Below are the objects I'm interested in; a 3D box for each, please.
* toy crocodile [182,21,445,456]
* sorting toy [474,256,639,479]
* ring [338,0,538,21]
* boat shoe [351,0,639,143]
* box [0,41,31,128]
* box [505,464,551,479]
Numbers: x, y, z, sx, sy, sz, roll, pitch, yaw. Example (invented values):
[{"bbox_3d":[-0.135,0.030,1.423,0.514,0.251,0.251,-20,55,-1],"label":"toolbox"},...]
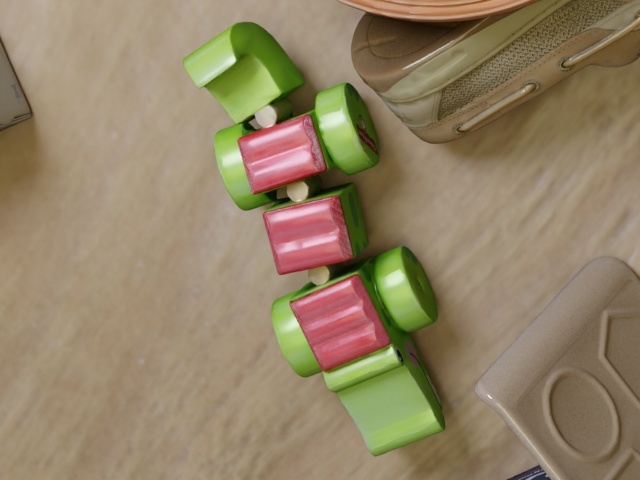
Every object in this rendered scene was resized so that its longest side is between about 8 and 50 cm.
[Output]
[{"bbox_3d":[0.000,0.000,1.263,0.115,0.105,0.340,-18,98,16],"label":"toy crocodile"},{"bbox_3d":[0.220,0.134,1.211,0.208,0.193,0.038,48,138,1],"label":"sorting toy"},{"bbox_3d":[0.082,-0.310,1.129,0.337,0.032,0.336,0,89,14],"label":"ring"},{"bbox_3d":[0.189,-0.182,1.189,0.341,0.121,0.110,-27,132,19],"label":"boat shoe"},{"bbox_3d":[-0.374,-0.082,1.328,0.275,0.113,0.094,-22,95,15],"label":"box"},{"bbox_3d":[0.182,0.307,1.268,0.163,0.142,0.247,-27,94,16],"label":"box"}]
